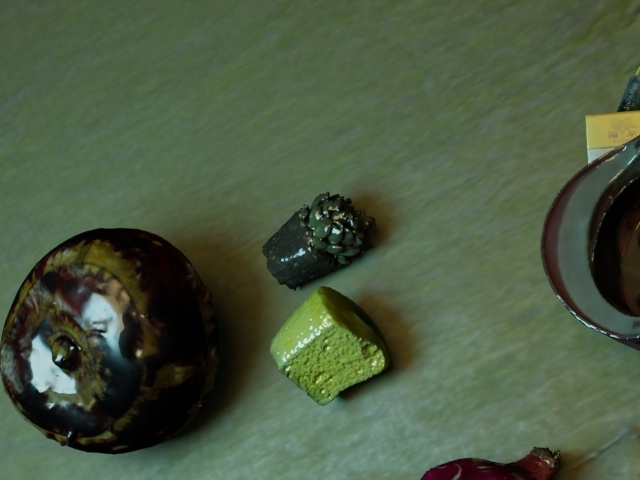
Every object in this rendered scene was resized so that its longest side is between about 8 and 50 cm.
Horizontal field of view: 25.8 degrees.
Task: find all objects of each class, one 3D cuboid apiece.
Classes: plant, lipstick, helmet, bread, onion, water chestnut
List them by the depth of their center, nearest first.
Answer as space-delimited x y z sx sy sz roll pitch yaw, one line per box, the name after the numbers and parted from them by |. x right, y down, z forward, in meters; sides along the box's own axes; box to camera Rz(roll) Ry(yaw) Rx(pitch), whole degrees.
0.429 0.017 1.493 0.338 0.197 0.271 -12 59 31 | helmet
0.188 0.298 1.546 0.173 0.135 0.198 37 89 27 | onion
0.371 -0.163 1.673 0.037 0.037 0.116 17 77 28 | lipstick
0.012 0.123 1.698 0.114 0.129 0.111 -40 24 13 | bread
-0.248 0.121 1.758 0.300 0.300 0.300 -8 70 23 | water chestnut
0.000 0.000 1.763 0.143 0.094 0.092 -35 47 23 | plant

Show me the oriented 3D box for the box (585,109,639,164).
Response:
0.357 -0.073 1.629 0.087 0.023 0.155 -3 90 27 | box
